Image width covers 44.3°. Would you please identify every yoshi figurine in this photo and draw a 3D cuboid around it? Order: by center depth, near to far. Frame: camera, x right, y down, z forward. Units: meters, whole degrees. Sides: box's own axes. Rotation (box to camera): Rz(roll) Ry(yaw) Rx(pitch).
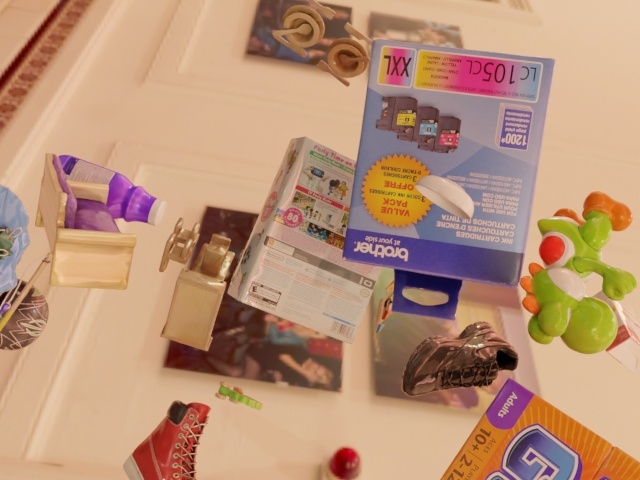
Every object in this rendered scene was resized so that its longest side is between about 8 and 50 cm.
[{"bbox_3d":[0.515,0.084,1.540,0.362,0.203,0.203,-57,145,-38],"label":"yoshi figurine"}]

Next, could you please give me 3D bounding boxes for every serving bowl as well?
[{"bbox_3d":[0.163,-0.059,1.003,0.027,0.083,0.083,-57,-177,-2],"label":"serving bowl"}]

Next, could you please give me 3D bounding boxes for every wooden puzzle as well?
[{"bbox_3d":[0.148,0.142,1.712,0.078,0.014,0.116,-36,140,-45],"label":"wooden puzzle"}]

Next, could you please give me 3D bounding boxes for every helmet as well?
[{"bbox_3d":[-0.664,0.157,1.678,0.169,0.162,0.169,-54,156,-37],"label":"helmet"}]

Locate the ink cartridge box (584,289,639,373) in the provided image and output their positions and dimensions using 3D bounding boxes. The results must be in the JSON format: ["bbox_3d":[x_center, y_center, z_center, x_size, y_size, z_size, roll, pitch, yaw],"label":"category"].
[{"bbox_3d":[0.667,0.187,1.771,0.067,0.115,0.198,-41,-148,25],"label":"ink cartridge box"}]

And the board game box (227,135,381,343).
[{"bbox_3d":[0.000,0.000,1.394,0.303,0.224,0.097,-67,-161,-4],"label":"board game box"}]

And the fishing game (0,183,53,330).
[{"bbox_3d":[-0.397,0.023,0.910,0.264,0.041,0.189,84,31,-57],"label":"fishing game"}]

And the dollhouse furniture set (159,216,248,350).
[{"bbox_3d":[-0.255,0.098,1.738,0.242,0.212,0.161,-77,-174,-60],"label":"dollhouse furniture set"}]

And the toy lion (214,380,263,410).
[{"bbox_3d":[-0.152,0.311,1.544,0.034,0.096,0.100,-67,155,-11],"label":"toy lion"}]

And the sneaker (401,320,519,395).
[{"bbox_3d":[0.292,0.255,1.621,0.130,0.286,0.109,36,-44,45],"label":"sneaker"}]

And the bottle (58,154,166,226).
[{"bbox_3d":[-0.515,-0.112,1.896,0.092,0.283,0.118,101,8,-74],"label":"bottle"}]

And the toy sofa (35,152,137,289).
[{"bbox_3d":[-0.485,-0.048,1.612,0.362,0.150,0.177,41,-60,59],"label":"toy sofa"}]

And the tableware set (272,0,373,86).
[{"bbox_3d":[0.006,-0.386,1.553,0.128,0.194,0.039,-48,-167,45],"label":"tableware set"}]

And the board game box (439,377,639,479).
[{"bbox_3d":[0.362,0.492,1.276,0.356,0.356,0.356,-54,159,-7],"label":"board game box"}]

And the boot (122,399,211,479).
[{"bbox_3d":[-0.225,0.369,1.306,0.176,0.088,0.244,-52,-143,-3],"label":"boot"}]

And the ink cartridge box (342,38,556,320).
[{"bbox_3d":[0.186,-0.084,1.197,0.151,0.270,0.395,-26,124,-79],"label":"ink cartridge box"}]
